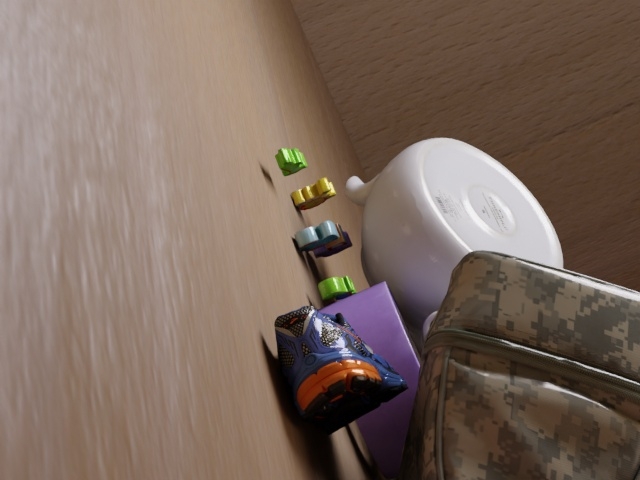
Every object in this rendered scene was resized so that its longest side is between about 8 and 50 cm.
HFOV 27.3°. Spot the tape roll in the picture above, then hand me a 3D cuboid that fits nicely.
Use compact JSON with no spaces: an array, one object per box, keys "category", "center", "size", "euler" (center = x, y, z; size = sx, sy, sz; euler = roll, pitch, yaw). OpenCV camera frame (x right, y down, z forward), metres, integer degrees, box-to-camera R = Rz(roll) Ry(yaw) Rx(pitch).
[{"category":"tape roll","center":[0.068,0.142,1.348],"size":[0.189,0.080,0.189],"euler":[-24,90,-87]}]

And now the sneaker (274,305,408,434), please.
[{"category":"sneaker","center":[0.014,0.099,1.074],"size":[0.087,0.083,0.221],"euler":[62,0,16]}]

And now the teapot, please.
[{"category":"teapot","center":[0.138,0.026,1.494],"size":[0.252,0.187,0.256],"euler":[38,33,-9]}]

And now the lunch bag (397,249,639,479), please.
[{"category":"lunch bag","center":[0.160,0.201,1.080],"size":[0.305,0.213,0.256],"euler":[96,17,-55]}]

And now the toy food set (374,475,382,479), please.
[{"category":"toy food set","center":[0.106,0.329,1.285],"size":[0.192,0.039,0.132],"euler":[-105,172,-47]}]

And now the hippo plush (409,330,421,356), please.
[{"category":"hippo plush","center":[0.163,0.170,1.582],"size":[0.234,0.294,0.236],"euler":[-2,46,-51]}]

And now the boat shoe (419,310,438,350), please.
[{"category":"boat shoe","center":[0.178,0.185,1.302],"size":[0.267,0.096,0.088],"euler":[66,7,18]}]

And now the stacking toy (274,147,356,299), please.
[{"category":"stacking toy","center":[0.000,0.000,1.456],"size":[0.221,0.052,0.167],"euler":[38,30,-75]}]
